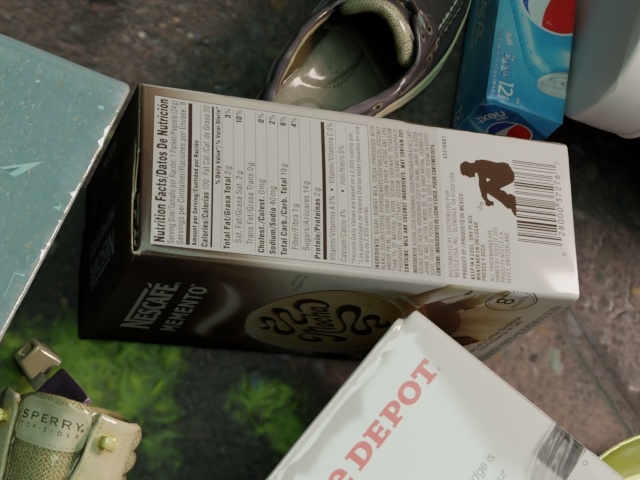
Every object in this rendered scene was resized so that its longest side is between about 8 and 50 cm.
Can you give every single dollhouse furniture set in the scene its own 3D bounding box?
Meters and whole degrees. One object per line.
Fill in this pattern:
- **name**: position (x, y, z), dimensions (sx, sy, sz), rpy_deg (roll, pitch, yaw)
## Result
- **dollhouse furniture set**: position (-0.186, 0.141, 0.973), dimensions (0.114, 0.091, 0.081), rpy_deg (-45, 132, -7)

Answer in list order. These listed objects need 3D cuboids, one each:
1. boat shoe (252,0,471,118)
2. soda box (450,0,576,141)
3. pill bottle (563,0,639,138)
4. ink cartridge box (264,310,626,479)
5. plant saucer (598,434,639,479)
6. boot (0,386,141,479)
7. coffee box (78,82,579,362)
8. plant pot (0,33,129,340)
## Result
- **boat shoe**: position (0.039, -0.148, 1.125), dimensions (0.103, 0.092, 0.285), rpy_deg (43, 61, 0)
- **soda box**: position (0.158, -0.176, 1.194), dimensions (0.067, 0.071, 0.210), rpy_deg (16, 64, -14)
- **pill bottle**: position (0.401, -0.114, 1.173), dimensions (0.407, 0.229, 0.229), rpy_deg (18, 64, -13)
- **ink cartridge box**: position (0.097, 0.232, 0.948), dimensions (0.307, 0.129, 0.223), rpy_deg (39, 69, 4)
- **plant saucer**: position (0.264, 0.257, 1.080), dimensions (0.241, 0.037, 0.241), rpy_deg (7, 68, -17)
- **boot**: position (-0.171, 0.180, 0.792), dimensions (0.095, 0.262, 0.203), rpy_deg (18, 89, 9)
- **coffee box**: position (0.000, 0.000, 1.009), dimensions (0.297, 0.168, 0.119), rpy_deg (6, 67, -18)
- **plant pot**: position (-0.295, -0.003, 0.847), dimensions (0.252, 0.248, 0.247), rpy_deg (27, 62, -10)
